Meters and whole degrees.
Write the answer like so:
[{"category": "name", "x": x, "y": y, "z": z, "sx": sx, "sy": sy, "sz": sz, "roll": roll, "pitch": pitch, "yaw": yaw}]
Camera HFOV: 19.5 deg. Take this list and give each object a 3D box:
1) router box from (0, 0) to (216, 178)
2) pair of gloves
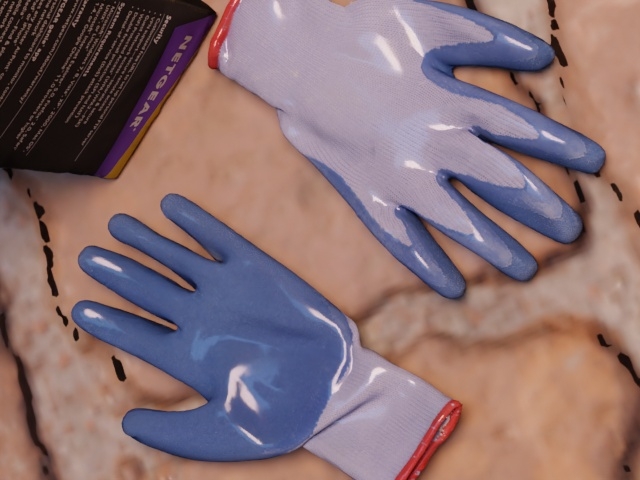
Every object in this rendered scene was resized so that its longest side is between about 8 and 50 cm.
[{"category": "router box", "x": -0.217, "y": -0.141, "z": 0.632, "sx": 0.309, "sy": 0.243, "sz": 0.081, "roll": 37, "pitch": 102, "yaw": 18}, {"category": "pair of gloves", "x": 0.000, "y": 0.000, "z": 0.659, "sx": 0.159, "sy": 0.023, "sz": 0.198, "roll": 32, "pitch": 100, "yaw": 22}]
